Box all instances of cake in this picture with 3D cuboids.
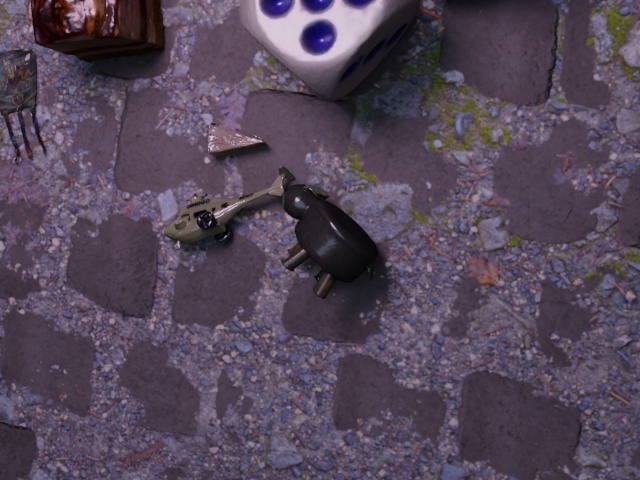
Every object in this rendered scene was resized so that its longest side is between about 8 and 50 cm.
[{"bbox_3d":[-0.165,-0.192,1.672,0.121,0.052,0.065,13,89,12],"label":"cake"},{"bbox_3d":[-0.445,-0.463,1.607,0.196,0.293,0.198,-2,95,13],"label":"cake"}]

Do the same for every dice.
[{"bbox_3d":[0.015,-0.418,1.517,0.243,0.259,0.251,44,100,7],"label":"dice"}]

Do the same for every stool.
[{"bbox_3d":[0.004,0.001,1.597,0.139,0.153,0.228,-46,52,14],"label":"stool"}]

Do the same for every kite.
[{"bbox_3d":[-0.652,-0.292,1.798,0.141,0.015,0.245,-16,84,14],"label":"kite"}]

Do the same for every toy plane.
[{"bbox_3d":[-0.187,-0.066,1.668,0.286,0.092,0.108,-19,62,15],"label":"toy plane"}]
